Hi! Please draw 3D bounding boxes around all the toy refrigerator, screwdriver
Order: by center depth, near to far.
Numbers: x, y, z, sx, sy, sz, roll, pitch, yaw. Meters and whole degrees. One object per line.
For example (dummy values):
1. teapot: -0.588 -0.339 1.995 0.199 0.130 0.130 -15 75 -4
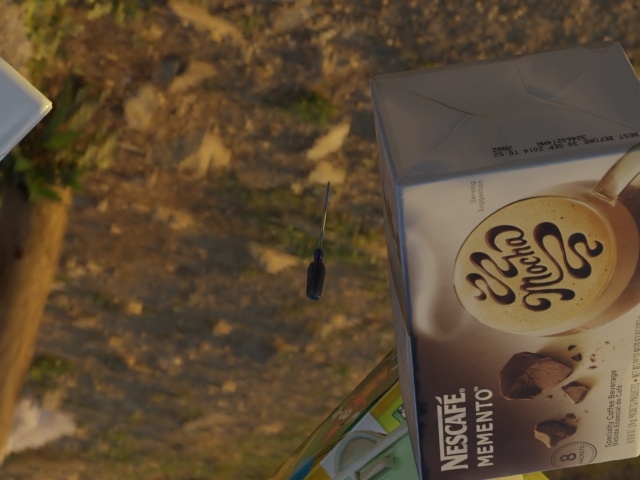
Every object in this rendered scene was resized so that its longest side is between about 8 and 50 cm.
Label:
1. toy refrigerator: 0.086 0.260 1.359 0.094 0.102 0.269 2 151 -28
2. screwdriver: 0.000 0.000 1.805 0.024 0.170 0.025 10 155 -6

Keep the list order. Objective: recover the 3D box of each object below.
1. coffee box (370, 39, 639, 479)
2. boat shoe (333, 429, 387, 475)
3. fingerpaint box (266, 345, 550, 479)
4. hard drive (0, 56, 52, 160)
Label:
1. coffee box: 0.132 0.026 0.926 0.168 0.119 0.297 -8 132 -2
2. boat shoe: 0.175 0.354 1.748 0.340 0.127 0.113 23 -176 32
3. fingerpaint box: 0.182 0.462 2.353 0.445 0.371 0.163 43 179 -12
4. hard drive: -0.527 -0.202 1.687 0.318 0.210 0.040 42 167 -1
